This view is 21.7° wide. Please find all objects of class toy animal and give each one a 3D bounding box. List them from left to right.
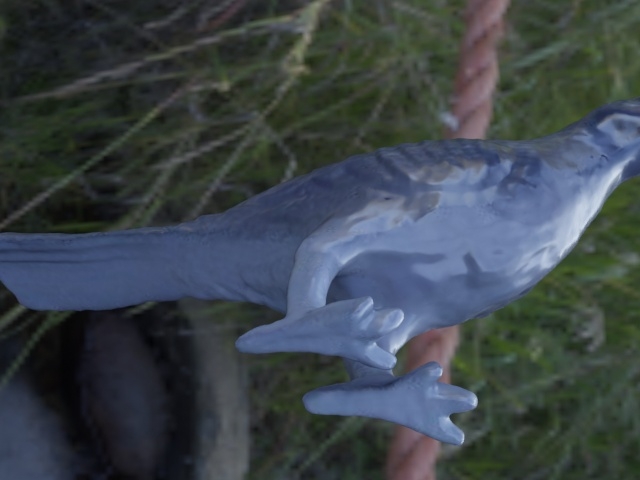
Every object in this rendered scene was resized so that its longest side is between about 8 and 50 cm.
[{"bbox_3d":[0.017,0.012,0.726,0.206,0.367,0.081,-94,167,-62],"label":"toy animal"}]
